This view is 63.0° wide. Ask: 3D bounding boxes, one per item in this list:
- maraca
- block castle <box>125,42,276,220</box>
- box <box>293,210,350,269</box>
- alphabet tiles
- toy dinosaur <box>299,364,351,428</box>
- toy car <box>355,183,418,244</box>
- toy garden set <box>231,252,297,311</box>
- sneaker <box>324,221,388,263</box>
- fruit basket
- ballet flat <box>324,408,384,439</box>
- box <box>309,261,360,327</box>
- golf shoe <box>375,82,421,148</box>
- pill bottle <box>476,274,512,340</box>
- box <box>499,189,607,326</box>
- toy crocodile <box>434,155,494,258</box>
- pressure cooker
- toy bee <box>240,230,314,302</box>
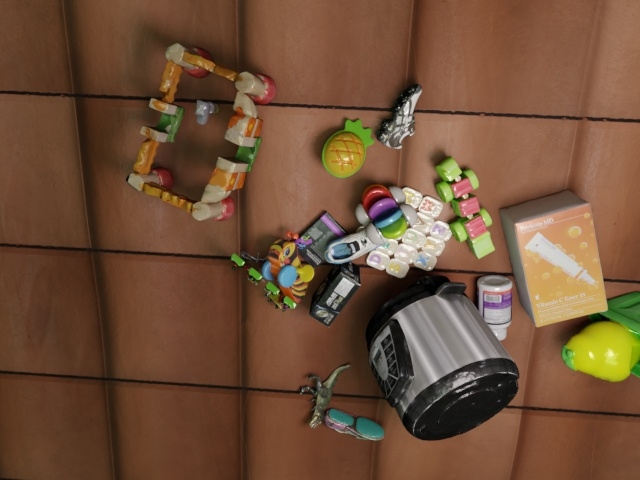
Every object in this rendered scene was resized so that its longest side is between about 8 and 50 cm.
[{"bbox_3d":[0.081,-0.272,1.547,0.127,0.099,0.185,38,81,-14],"label":"maraca"},{"bbox_3d":[-0.332,-0.302,1.505,0.303,0.213,0.453,23,102,8],"label":"block castle"},{"bbox_3d":[0.000,0.000,1.675,0.162,0.029,0.116,-42,101,14],"label":"box"},{"bbox_3d":[0.264,-0.022,1.656,0.278,0.021,0.284,24,109,-4],"label":"alphabet tiles"},{"bbox_3d":[-0.002,0.525,1.836,0.118,0.064,0.268,24,102,-5],"label":"toy dinosaur"},{"bbox_3d":[0.184,-0.090,1.533,0.159,0.182,0.136,-30,145,7],"label":"toy car"},{"bbox_3d":[-0.191,0.145,1.655,0.244,0.204,0.049,39,80,-1],"label":"toy garden set"},{"bbox_3d":[0.123,0.010,1.614,0.237,0.086,0.085,-25,103,1],"label":"sneaker"},{"bbox_3d":[0.917,0.335,1.552,0.392,0.392,0.283,-29,105,12],"label":"fruit basket"},{"bbox_3d":[0.117,0.670,1.875,0.221,0.077,0.079,18,127,2],"label":"ballet flat"},{"bbox_3d":[0.047,0.161,1.663,0.077,0.147,0.180,33,108,-7],"label":"box"},{"bbox_3d":[0.247,-0.359,1.524,0.094,0.077,0.198,26,115,-17],"label":"golf shoe"},{"bbox_3d":[0.556,0.217,1.671,0.108,0.108,0.193,-4,109,5],"label":"pill bottle"},{"bbox_3d":[0.699,0.054,1.576,0.215,0.168,0.345,-16,106,9],"label":"box"},{"bbox_3d":[0.438,-0.098,1.566,0.115,0.105,0.340,-25,106,0],"label":"toy crocodile"},{"bbox_3d":[0.337,0.334,1.575,0.370,0.420,0.375,-31,138,6],"label":"pressure cooker"},{"bbox_3d":[-0.101,0.064,1.623,0.195,0.298,0.162,28,72,19],"label":"toy bee"}]
